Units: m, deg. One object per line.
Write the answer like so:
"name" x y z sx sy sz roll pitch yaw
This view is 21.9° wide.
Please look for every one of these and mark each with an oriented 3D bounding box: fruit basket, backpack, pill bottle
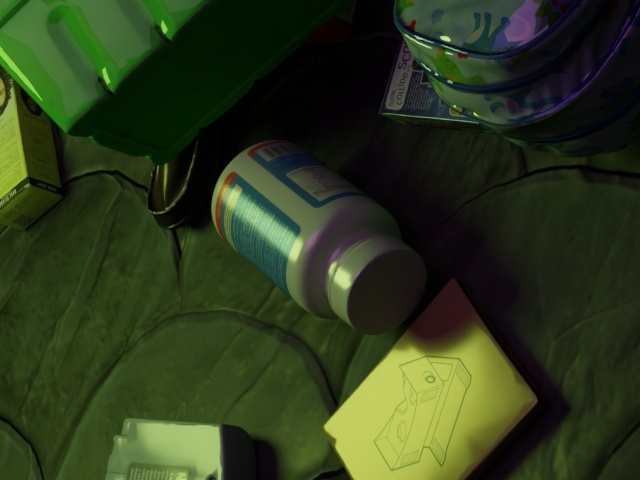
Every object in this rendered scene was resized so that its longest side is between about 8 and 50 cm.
"fruit basket" -0.194 -0.317 1.688 0.392 0.283 0.392 -7 77 30
"backpack" 0.222 -0.249 1.397 0.290 0.273 0.355 30 109 39
"pill bottle" 0.000 0.000 1.585 0.221 0.124 0.124 40 104 45

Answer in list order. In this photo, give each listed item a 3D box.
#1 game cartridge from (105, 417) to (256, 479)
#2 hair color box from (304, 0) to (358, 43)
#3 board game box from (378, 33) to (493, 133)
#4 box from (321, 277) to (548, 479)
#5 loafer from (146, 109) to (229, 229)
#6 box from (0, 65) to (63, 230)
"game cartridge" -0.155 0.330 1.665 0.198 0.062 0.297 0 74 40
"hair color box" -0.035 -0.260 1.771 0.167 0.053 0.093 2 77 46
"board game box" 0.140 -0.206 1.589 0.136 0.035 0.201 11 83 46
"box" 0.099 0.159 1.501 0.201 0.021 0.164 -50 46 19
"loafer" -0.155 -0.122 1.817 0.080 0.078 0.220 4 77 46
"box" -0.382 -0.132 2.062 0.087 0.058 0.232 -37 52 29
